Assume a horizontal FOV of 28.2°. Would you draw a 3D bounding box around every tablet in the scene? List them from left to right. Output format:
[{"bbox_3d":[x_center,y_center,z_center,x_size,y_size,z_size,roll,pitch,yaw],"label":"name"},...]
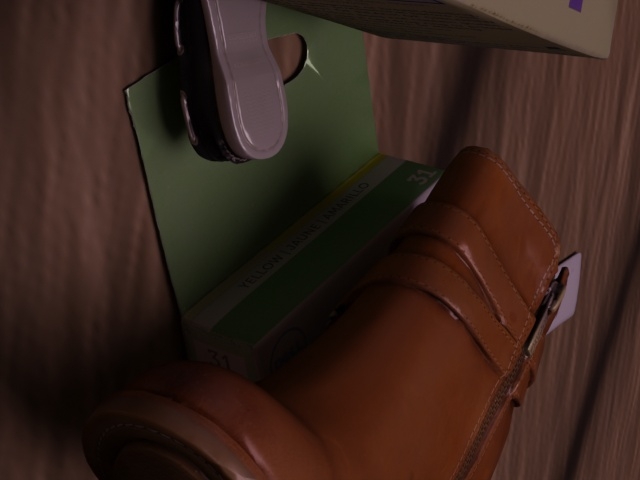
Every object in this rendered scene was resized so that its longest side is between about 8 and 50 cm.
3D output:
[{"bbox_3d":[0.174,0.045,0.949,0.083,0.006,0.054,-26,125,-49],"label":"tablet"}]

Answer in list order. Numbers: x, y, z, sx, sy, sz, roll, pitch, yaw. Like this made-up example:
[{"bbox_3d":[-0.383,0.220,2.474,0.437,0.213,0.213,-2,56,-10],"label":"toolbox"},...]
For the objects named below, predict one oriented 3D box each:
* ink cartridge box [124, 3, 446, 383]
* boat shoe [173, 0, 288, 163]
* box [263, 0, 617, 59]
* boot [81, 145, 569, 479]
[{"bbox_3d":[0.000,0.000,0.627,0.171,0.056,0.235,-41,137,-39],"label":"ink cartridge box"},{"bbox_3d":[-0.043,-0.094,0.531,0.046,0.038,0.125,-17,101,-48],"label":"boat shoe"},{"bbox_3d":[0.027,-0.192,0.465,0.243,0.117,0.214,2,98,-57],"label":"box"},{"bbox_3d":[0.029,0.052,0.538,0.220,0.109,0.283,-57,146,-15],"label":"boot"}]
